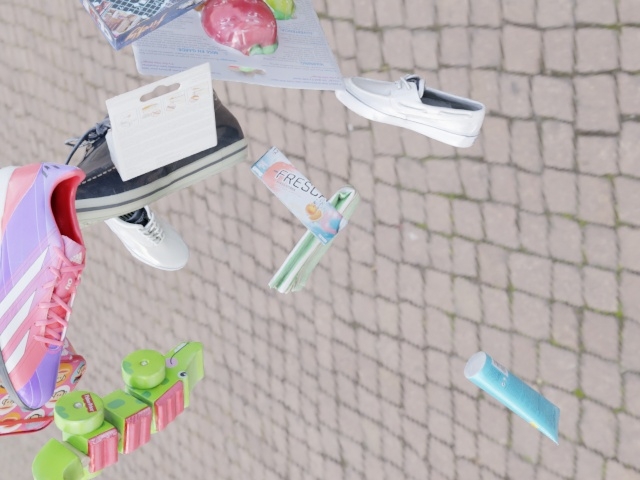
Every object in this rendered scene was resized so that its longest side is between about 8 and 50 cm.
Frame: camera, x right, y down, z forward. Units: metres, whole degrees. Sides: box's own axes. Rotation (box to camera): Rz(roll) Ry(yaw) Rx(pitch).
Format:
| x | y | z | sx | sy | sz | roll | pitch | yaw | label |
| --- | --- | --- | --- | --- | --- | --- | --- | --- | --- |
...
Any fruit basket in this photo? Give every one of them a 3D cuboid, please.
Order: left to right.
| x | y | z | sx | sy | sz | roll | pitch | yaw | label |
| --- | --- | --- | --- | --- | --- | --- | --- | --- | --- |
| -0.154 | -0.355 | 1.662 | 0.165 | 0.327 | 0.353 | 121 | 141 | -48 | fruit basket |

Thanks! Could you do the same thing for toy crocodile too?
| x | y | z | sx | sy | sz | roll | pitch | yaw | label |
| --- | --- | --- | --- | --- | --- | --- | --- | --- | --- |
| -0.273 | 0.250 | 1.503 | 0.105 | 0.340 | 0.115 | 23 | 124 | 27 | toy crocodile |

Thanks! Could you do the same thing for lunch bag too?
| x | y | z | sx | sy | sz | roll | pitch | yaw | label |
| --- | --- | --- | --- | --- | --- | --- | --- | --- | --- |
| -0.662 | 0.318 | 2.249 | 0.120 | 0.293 | 0.258 | 44 | 109 | 26 | lunch bag |

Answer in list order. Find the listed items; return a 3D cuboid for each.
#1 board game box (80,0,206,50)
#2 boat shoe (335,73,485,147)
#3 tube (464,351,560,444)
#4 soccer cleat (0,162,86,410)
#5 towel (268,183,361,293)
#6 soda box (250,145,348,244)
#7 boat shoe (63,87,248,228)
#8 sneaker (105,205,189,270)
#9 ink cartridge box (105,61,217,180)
| x | y | z | sx | sy | sz | roll | pitch | yaw | label |
| --- | --- | --- | --- | --- | --- | --- | --- | --- | --- |
| -0.203 | -0.370 | 1.361 | 0.165 | 0.243 | 0.042 | 55 | 163 | 6 | board game box |
| 0.156 | -0.243 | 1.824 | 0.095 | 0.258 | 0.084 | -78 | 5 | -53 | boat shoe |
| 0.337 | 0.265 | 1.823 | 0.207 | 0.080 | 0.052 | 36 | 135 | -18 | tube |
| -0.354 | 0.055 | 1.365 | 0.108 | 0.116 | 0.318 | 30 | -126 | -73 | soccer cleat |
| 0.000 | 0.000 | 2.067 | 0.038 | 0.248 | 0.325 | 35 | -178 | 5 | towel |
| -0.036 | -0.076 | 1.807 | 0.183 | 0.058 | 0.063 | 45 | 179 | -2 | soda box |
| -0.303 | -0.126 | 1.653 | 0.186 | 0.500 | 0.156 | -10 | 104 | 39 | boat shoe |
| -0.345 | -0.026 | 2.045 | 0.258 | 0.094 | 0.091 | 40 | 163 | -28 | sneaker |
| -0.213 | -0.164 | 1.404 | 0.045 | 0.145 | 0.179 | 58 | 163 | 28 | ink cartridge box |
